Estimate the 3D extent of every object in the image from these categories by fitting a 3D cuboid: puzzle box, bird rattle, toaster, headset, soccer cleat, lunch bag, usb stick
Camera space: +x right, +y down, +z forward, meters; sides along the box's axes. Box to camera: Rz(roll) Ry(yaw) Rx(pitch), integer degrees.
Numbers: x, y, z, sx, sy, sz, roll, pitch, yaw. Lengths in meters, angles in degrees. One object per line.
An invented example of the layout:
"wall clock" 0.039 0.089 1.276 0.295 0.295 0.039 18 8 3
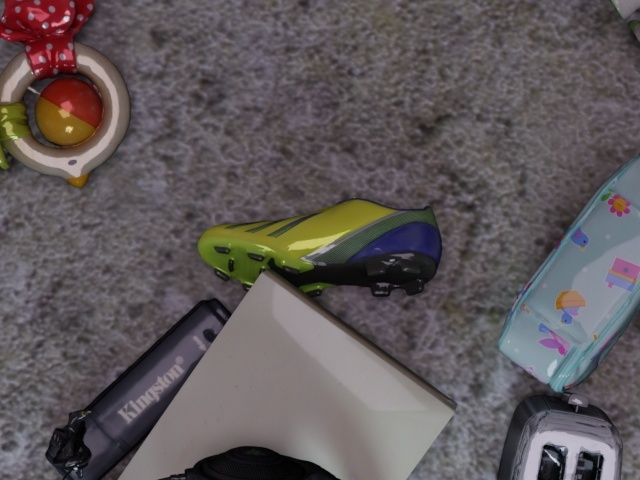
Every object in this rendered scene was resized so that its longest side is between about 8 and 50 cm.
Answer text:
"puzzle box" -0.069 0.273 1.610 0.272 0.052 0.409 36 100 4
"bird rattle" -0.327 -0.176 1.682 0.207 0.143 0.253 32 75 -7
"toaster" 0.268 0.285 1.582 0.129 0.146 0.226 12 87 4
"headset" -0.118 0.319 1.525 0.394 0.185 0.243 32 89 -17
"soccer cleat" 0.001 0.001 1.660 0.289 0.093 0.121 2 55 8
"lunch bag" 0.320 0.038 1.563 0.108 0.224 0.279 38 94 16
"usb stick" -0.208 0.183 1.664 0.278 0.045 0.077 -43 84 -1

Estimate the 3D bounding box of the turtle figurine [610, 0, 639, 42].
"turtle figurine" 0.452 -0.352 1.617 0.266 0.198 0.274 -35 74 15
